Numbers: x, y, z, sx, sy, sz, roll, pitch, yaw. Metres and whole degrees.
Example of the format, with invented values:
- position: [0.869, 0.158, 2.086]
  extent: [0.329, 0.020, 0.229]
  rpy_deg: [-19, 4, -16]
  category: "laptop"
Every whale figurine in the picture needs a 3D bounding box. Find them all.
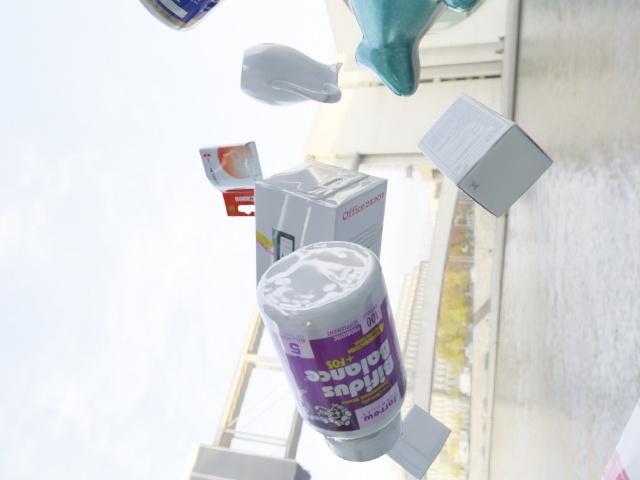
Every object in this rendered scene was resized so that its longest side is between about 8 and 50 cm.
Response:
- position: [0.068, -0.280, 0.516]
  extent: [0.141, 0.216, 0.272]
  rpy_deg: [-21, -37, -26]
  category: "whale figurine"

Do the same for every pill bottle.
- position: [-0.192, -0.495, 0.867]
  extent: [0.153, 0.265, 0.153]
  rpy_deg: [36, -140, -38]
  category: "pill bottle"
- position: [0.031, 0.166, 0.718]
  extent: [0.169, 0.169, 0.301]
  rpy_deg: [-63, -37, -53]
  category: "pill bottle"

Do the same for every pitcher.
- position: [-0.058, -0.325, 1.035]
  extent: [0.177, 0.207, 0.125]
  rpy_deg: [-93, 12, -61]
  category: "pitcher"

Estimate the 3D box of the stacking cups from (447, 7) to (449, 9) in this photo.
- position: [0.174, -0.580, 1.062]
  extent: [0.316, 0.096, 0.096]
  rpy_deg: [6, -95, -46]
  category: "stacking cups"

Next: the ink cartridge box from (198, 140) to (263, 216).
- position: [-0.196, -0.132, 1.164]
  extent: [0.045, 0.145, 0.179]
  rpy_deg: [-33, -62, -52]
  category: "ink cartridge box"

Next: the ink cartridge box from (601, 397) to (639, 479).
- position: [0.535, 0.272, 0.664]
  extent: [0.117, 0.207, 0.283]
  rpy_deg: [-64, -16, -66]
  category: "ink cartridge box"

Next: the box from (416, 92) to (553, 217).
- position: [0.317, -0.176, 1.016]
  extent: [0.127, 0.148, 0.232]
  rpy_deg: [33, -161, -25]
  category: "box"

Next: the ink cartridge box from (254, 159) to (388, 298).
- position: [0.000, 0.000, 1.048]
  extent: [0.198, 0.197, 0.270]
  rpy_deg: [-31, -48, -48]
  category: "ink cartridge box"

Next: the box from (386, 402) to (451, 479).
- position: [0.210, 0.436, 1.108]
  extent: [0.101, 0.102, 0.087]
  rpy_deg: [-35, -31, -45]
  category: "box"
